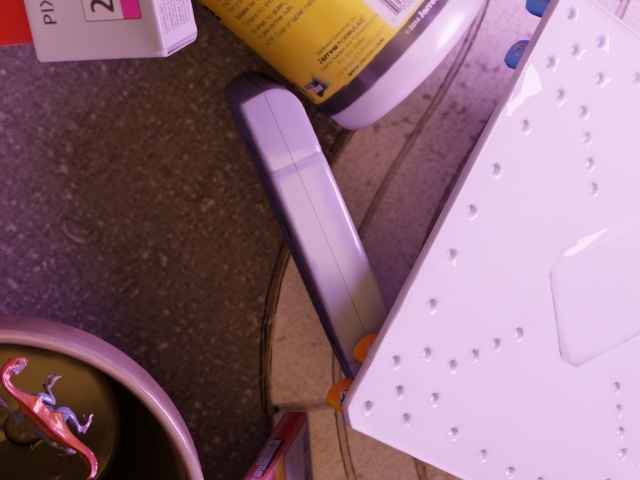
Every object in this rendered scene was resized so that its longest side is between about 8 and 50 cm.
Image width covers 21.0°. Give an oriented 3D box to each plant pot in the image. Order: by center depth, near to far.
[{"bbox_3d":[-0.260,0.195,1.446,0.323,0.280,0.323,-1,102,-6],"label":"plant pot"}]

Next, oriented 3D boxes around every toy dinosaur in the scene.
[{"bbox_3d":[-0.200,0.122,1.263,0.047,0.090,0.082,-51,134,-10],"label":"toy dinosaur"}]

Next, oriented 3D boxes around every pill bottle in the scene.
[{"bbox_3d":[-0.035,-0.263,1.422,0.334,0.188,0.188,41,95,-10],"label":"pill bottle"}]

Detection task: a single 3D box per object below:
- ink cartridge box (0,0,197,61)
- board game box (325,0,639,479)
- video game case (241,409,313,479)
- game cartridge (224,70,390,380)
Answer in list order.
[{"bbox_3d":[-0.233,-0.278,1.356,0.239,0.060,0.275,0,112,28],"label":"ink cartridge box"},{"bbox_3d":[0.229,0.038,1.477,0.390,0.050,0.390,29,88,-37],"label":"board game box"},{"bbox_3d":[-0.041,0.286,1.489,0.025,0.285,0.204,-2,102,11],"label":"video game case"},{"bbox_3d":[0.000,0.000,1.477,0.060,0.196,0.294,-23,103,0],"label":"game cartridge"}]
